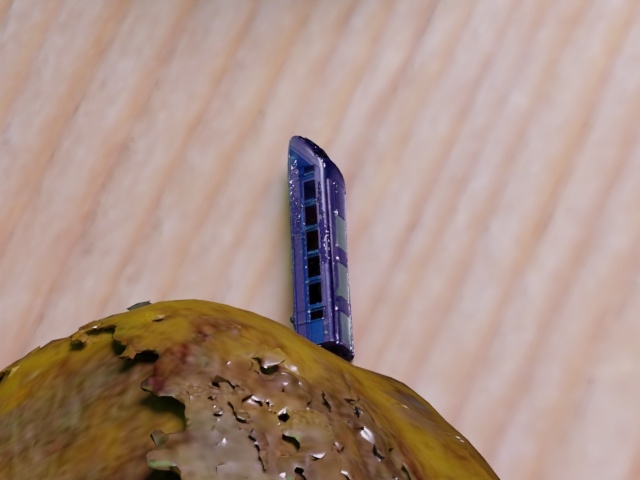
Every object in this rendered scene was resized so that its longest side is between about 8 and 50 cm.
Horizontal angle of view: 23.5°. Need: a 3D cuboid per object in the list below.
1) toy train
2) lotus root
[{"bbox_3d":[0.000,0.000,0.498,0.017,0.017,0.083,-18,57,24],"label":"toy train"},{"bbox_3d":[-0.006,0.183,0.303,0.196,0.179,0.397,-46,42,28],"label":"lotus root"}]
